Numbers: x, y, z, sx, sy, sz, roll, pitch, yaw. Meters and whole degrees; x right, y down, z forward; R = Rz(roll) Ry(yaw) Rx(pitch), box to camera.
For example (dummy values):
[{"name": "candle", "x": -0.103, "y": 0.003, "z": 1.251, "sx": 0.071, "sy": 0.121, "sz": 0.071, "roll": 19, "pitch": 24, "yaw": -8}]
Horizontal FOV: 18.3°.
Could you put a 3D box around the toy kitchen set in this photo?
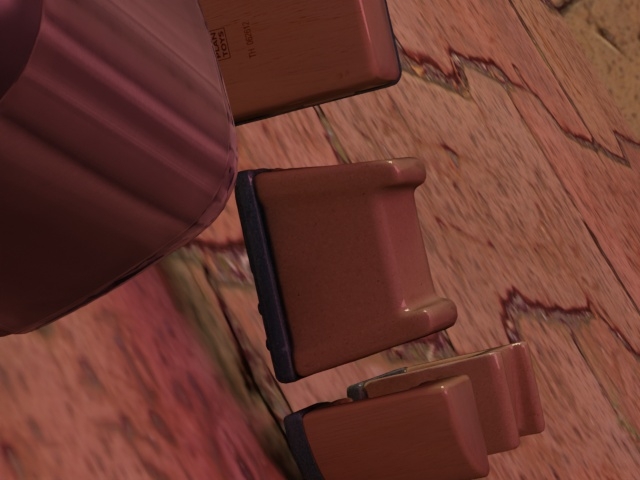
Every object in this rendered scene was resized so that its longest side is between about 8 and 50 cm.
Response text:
[{"name": "toy kitchen set", "x": 0.000, "y": 0.000, "z": 0.819, "sx": 0.166, "sy": 0.122, "sz": 0.207, "roll": -8, "pitch": 85, "yaw": -73}]

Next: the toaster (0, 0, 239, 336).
[{"name": "toaster", "x": -0.110, "y": -0.067, "z": 0.542, "sx": 0.146, "sy": 0.129, "sz": 0.227, "roll": 31, "pitch": 30, "yaw": -61}]
